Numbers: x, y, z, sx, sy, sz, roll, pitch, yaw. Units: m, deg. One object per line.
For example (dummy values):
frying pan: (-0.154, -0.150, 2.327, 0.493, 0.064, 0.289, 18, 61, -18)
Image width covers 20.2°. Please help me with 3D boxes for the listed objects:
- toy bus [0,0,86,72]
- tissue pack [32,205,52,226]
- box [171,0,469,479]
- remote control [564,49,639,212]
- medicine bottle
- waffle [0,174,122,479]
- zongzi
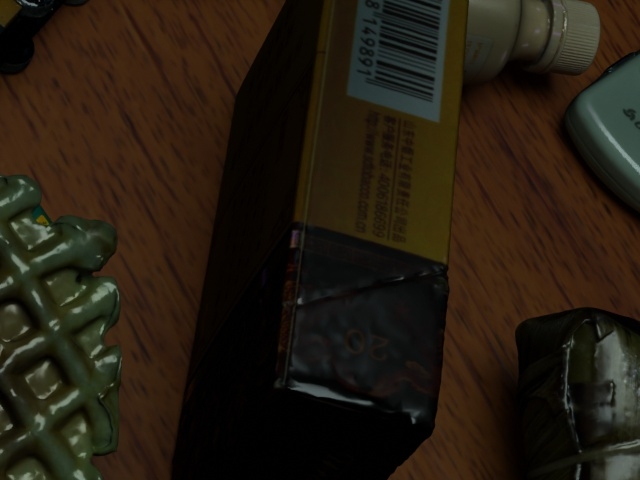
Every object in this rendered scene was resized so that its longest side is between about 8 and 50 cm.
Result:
toy bus: (-0.246, -0.214, 1.406, 0.114, 0.098, 0.201, 35, 54, 0)
tissue pack: (-0.236, 0.036, 1.282, 0.111, 0.079, 0.085, -50, 122, -34)
box: (-0.001, 0.000, 1.287, 0.116, 0.264, 0.415, 16, 54, -14)
remote control: (0.347, -0.132, 1.637, 0.296, 0.056, 0.140, -33, 76, -35)
medicine bottle: (0.115, -0.192, 1.537, 0.252, 0.114, 0.114, 7, 59, -20)
waffle: (-0.273, 0.095, 1.176, 0.292, 0.056, 0.309, 9, 88, -15)
zongzi: (0.272, 0.213, 1.372, 0.286, 0.134, 0.288, 13, 71, -21)
